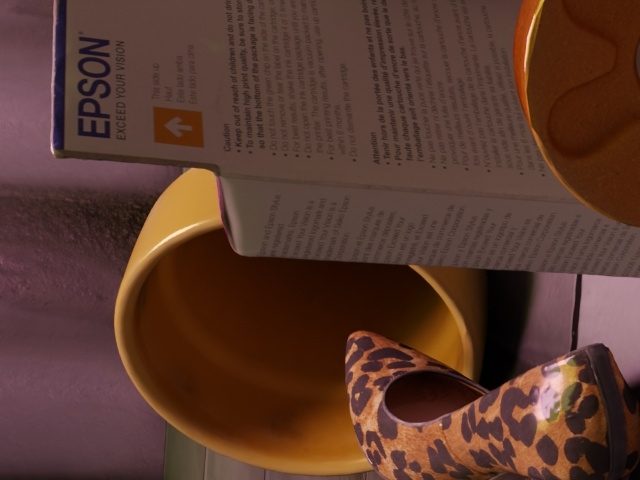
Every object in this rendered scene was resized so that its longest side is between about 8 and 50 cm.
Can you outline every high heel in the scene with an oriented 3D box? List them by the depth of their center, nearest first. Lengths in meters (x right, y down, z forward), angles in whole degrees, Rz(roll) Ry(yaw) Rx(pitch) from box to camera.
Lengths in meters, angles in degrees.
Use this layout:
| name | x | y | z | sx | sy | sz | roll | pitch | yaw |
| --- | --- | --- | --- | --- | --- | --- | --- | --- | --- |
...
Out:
| name | x | y | z | sx | sy | sz | roll | pitch | yaw |
| --- | --- | --- | --- | --- | --- | --- | --- | --- | --- |
| high heel | 0.093 | 0.078 | 0.988 | 0.261 | 0.093 | 0.186 | 47 | 142 | 44 |

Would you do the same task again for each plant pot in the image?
| name | x | y | z | sx | sy | sz | roll | pitch | yaw |
| --- | --- | --- | --- | --- | --- | --- | --- | --- | --- |
| plant pot | 0.000 | 0.000 | 1.225 | 0.239 | 0.254 | 0.254 | -78 | 1 | -47 |

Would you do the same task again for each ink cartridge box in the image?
| name | x | y | z | sx | sy | sz | roll | pitch | yaw |
| --- | --- | --- | --- | --- | --- | --- | --- | --- | --- |
| ink cartridge box | 0.024 | -0.127 | 0.877 | 0.071 | 0.330 | 0.324 | 106 | 163 | -47 |

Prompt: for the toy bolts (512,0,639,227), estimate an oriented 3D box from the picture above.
| name | x | y | z | sx | sy | sz | roll | pitch | yaw |
| --- | --- | --- | --- | --- | --- | --- | --- | --- | --- |
| toy bolts | 0.183 | -0.007 | 0.457 | 0.158 | 0.218 | 0.229 | -132 | 28 | -65 |
